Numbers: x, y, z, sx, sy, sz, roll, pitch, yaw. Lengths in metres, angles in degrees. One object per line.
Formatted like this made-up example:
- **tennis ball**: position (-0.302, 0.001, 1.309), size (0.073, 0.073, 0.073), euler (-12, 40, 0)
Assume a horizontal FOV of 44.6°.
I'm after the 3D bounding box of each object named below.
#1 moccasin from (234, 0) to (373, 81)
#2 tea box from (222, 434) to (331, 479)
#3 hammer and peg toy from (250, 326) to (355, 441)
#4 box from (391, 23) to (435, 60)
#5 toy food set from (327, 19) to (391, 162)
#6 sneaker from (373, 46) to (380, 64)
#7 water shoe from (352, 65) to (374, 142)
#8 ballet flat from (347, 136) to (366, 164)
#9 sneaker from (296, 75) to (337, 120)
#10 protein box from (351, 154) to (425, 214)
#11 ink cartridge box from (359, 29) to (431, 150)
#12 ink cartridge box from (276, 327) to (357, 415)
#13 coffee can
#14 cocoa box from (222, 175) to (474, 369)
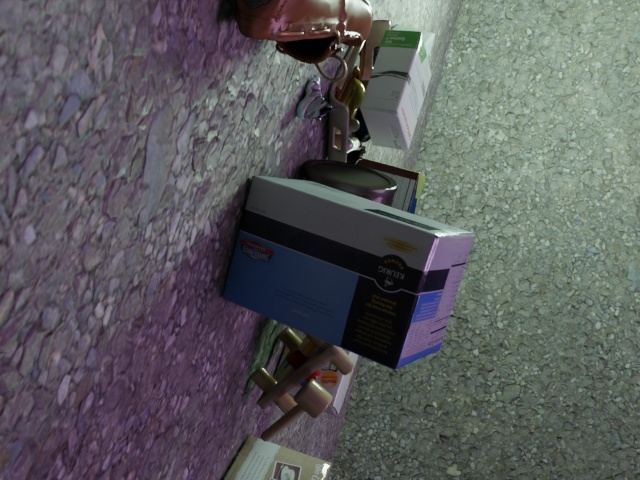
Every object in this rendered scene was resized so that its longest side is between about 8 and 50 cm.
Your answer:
- **moccasin**: position (-0.016, -0.319, 1.146), size (0.380, 0.139, 0.147), euler (-33, 138, -73)
- **tea box**: position (-0.139, 0.687, 1.759), size (0.329, 0.220, 0.323), euler (-55, 159, -60)
- **hammer and peg toy**: position (-0.036, 0.267, 1.699), size (0.266, 0.127, 0.361), euler (-40, -174, 29)
- **box**: position (0.226, -0.478, 2.148), size (0.182, 0.119, 0.181), euler (-56, 159, -56)
- **toy food set**: position (0.096, -0.330, 1.798), size (0.219, 0.092, 0.306), euler (91, 19, -54)
- **sneaker**: position (0.165, -0.480, 1.957), size (0.188, 0.078, 0.067), euler (40, 67, -78)
- **water shoe**: position (0.133, -0.347, 2.006), size (0.080, 0.073, 0.203), euler (-42, 146, -65)
- **ballet flat**: position (0.060, -0.186, 1.912), size (0.250, 0.058, 0.084), euler (-57, 159, -56)
- **sneaker**: position (0.001, -0.266, 1.483), size (0.038, 0.069, 0.098), euler (83, 26, -64)
- **protein box**: position (0.162, -0.139, 2.106), size (0.200, 0.201, 0.136), euler (-9, 115, -78)
- **ink cartridge box**: position (0.173, -0.339, 1.766), size (0.160, 0.093, 0.219), euler (60, 45, -59)
- **ink cartridge box**: position (-0.003, 0.310, 2.017), size (0.168, 0.171, 0.232), euler (74, 33, -69)
- **coffee can**: position (0.036, -0.013, 1.670), size (0.201, 0.201, 0.275), euler (-44, 149, -68)
- **cocoa box**: position (0.049, 0.046, 1.349), size (0.231, 0.347, 0.228), euler (-2, 109, -63)
